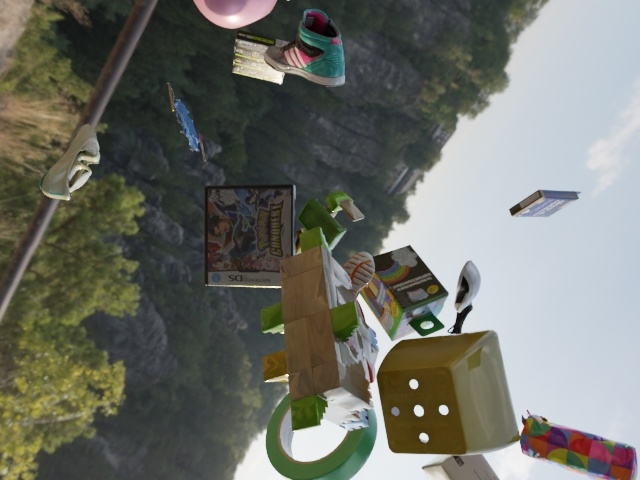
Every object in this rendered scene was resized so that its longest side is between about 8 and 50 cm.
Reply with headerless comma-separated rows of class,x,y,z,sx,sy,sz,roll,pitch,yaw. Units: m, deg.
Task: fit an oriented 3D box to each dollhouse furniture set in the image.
dollhouse furniture set,0.000,0.000,1.611,0.198,0.151,0.301,-20,152,-49

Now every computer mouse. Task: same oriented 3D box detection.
computer mouse,0.333,0.131,1.074,0.106,0.042,0.193,-43,142,-38

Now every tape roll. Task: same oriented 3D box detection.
tape roll,0.000,0.538,1.346,0.321,0.077,0.321,-20,-147,14

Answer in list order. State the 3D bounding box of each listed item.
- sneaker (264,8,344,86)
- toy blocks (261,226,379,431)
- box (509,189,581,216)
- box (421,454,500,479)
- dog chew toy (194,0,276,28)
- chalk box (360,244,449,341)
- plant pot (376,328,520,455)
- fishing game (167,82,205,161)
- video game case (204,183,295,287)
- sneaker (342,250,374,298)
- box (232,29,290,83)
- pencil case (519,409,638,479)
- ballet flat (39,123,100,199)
sneaker,-0.049,-0.561,1.339,0.124,0.296,0.178,-32,139,-40
toy blocks,0.033,0.202,0.948,0.191,0.261,0.381,-22,-129,18
box,0.780,-0.125,1.625,0.136,0.225,0.036,-47,-128,54
box,0.392,0.657,1.272,0.119,0.181,0.182,-27,159,-19
dog chew toy,-0.221,-0.646,1.021,0.206,0.207,0.331,-56,136,-37
chalk box,0.276,0.190,1.520,0.180,0.289,0.179,-16,143,-22
plant pot,0.217,0.293,0.873,0.212,0.212,0.187,-15,170,33
fishing game,-0.463,-0.390,1.623,0.041,0.189,0.264,-19,152,1
video game case,-0.191,-0.012,1.273,0.035,0.248,0.274,-9,100,-80
sneaker,0.078,0.127,1.311,0.214,0.084,0.083,-60,-177,-12
box,-0.213,-0.651,1.690,0.184,0.191,0.045,126,-29,-69
pencil case,0.565,0.461,1.050,0.236,0.104,0.104,10,-125,40
ballet flat,-0.614,-0.200,1.208,0.086,0.086,0.248,124,-17,-53
